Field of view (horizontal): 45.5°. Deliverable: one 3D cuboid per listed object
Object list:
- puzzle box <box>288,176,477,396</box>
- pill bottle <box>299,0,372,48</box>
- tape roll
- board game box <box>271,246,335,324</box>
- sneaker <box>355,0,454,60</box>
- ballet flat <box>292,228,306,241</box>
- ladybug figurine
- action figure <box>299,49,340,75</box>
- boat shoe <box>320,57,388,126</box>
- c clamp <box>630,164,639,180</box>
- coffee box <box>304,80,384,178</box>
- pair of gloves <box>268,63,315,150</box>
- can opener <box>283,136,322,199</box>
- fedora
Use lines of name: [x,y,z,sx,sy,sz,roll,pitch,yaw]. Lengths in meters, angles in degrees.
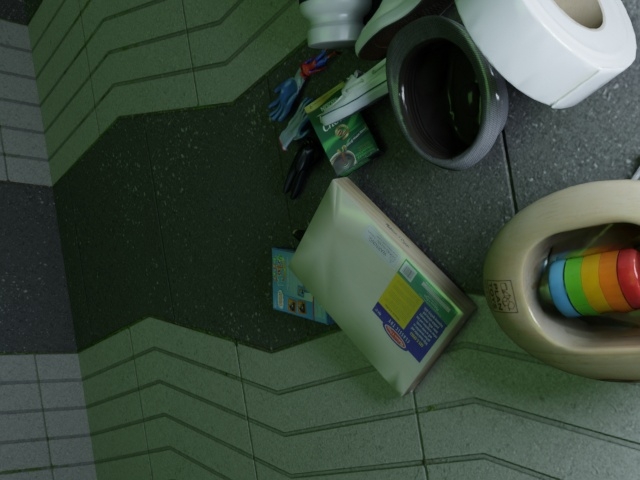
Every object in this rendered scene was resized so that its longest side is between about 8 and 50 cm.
puzzle box: [0.114,0.096,1.622,0.409,0.052,0.272,48,130,24]
pill bottle: [0.029,-0.536,1.573,0.153,0.153,0.264,3,98,50]
tape roll: [0.337,-0.341,1.139,0.100,0.286,0.286,-39,67,45]
board game box: [-0.042,0.106,1.856,0.212,0.039,0.160,9,103,48]
sneaker: [0.170,-0.464,1.475,0.290,0.106,0.123,-35,57,41]
ballet flat: [0.000,0.000,1.790,0.173,0.057,0.049,18,76,43]
ladybug figurine: [0.448,0.055,1.158,0.449,0.162,0.304,-8,97,50]
action figure: [-0.005,-0.403,1.724,0.115,0.030,0.038,-27,80,34]
boat shoe: [0.089,-0.314,1.565,0.226,0.083,0.075,-26,94,24]
c clamp: [0.498,-0.073,1.196,0.137,0.022,0.160,53,133,30]
coffee box: [0.049,-0.239,1.654,0.113,0.040,0.184,-30,71,20]
pair of gloves: [-0.066,-0.308,1.795,0.159,0.023,0.198,-47,47,40]
can opener: [-0.051,-0.170,1.808,0.059,0.073,0.186,53,142,19]
fedora: [0.247,-0.269,1.380,0.244,0.124,0.275,-23,87,51]
